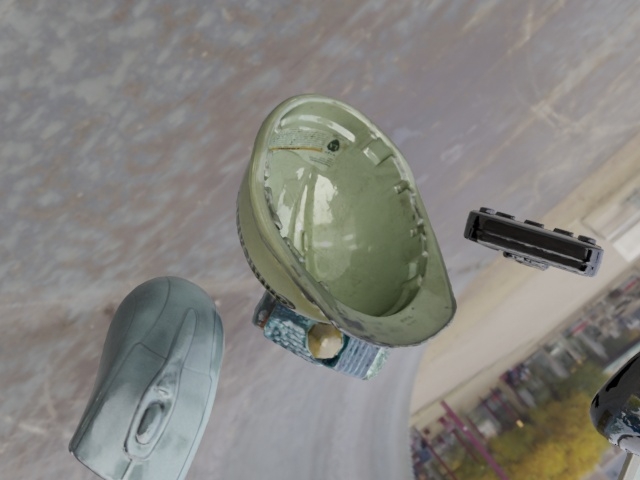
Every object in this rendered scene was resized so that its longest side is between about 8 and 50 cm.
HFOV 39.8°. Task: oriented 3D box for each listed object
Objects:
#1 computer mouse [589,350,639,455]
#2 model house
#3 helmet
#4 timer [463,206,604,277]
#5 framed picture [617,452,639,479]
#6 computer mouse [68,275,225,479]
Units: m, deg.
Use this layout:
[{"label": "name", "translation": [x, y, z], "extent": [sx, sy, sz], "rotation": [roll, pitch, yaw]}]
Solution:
[{"label": "computer mouse", "translation": [0.317, 0.098, 0.662], "extent": [0.233, 0.096, 0.137], "rotation": [-40, 152, 18]}, {"label": "model house", "translation": [0.024, 0.133, 1.484], "extent": [0.184, 0.253, 0.291], "rotation": [-61, -178, 1]}, {"label": "helmet", "translation": [-0.001, 0.005, 0.836], "extent": [0.204, 0.257, 0.137], "rotation": [0, 153, -38]}, {"label": "timer", "translation": [0.236, 0.005, 0.988], "extent": [0.187, 0.144, 0.055], "rotation": [-7, 113, -76]}, {"label": "framed picture", "translation": [0.483, 0.322, 1.149], "extent": [0.213, 0.016, 0.289], "rotation": [3, 119, -10]}, {"label": "computer mouse", "translation": [-0.242, 0.206, 1.330], "extent": [0.122, 0.188, 0.370], "rotation": [-41, -152, 53]}]
